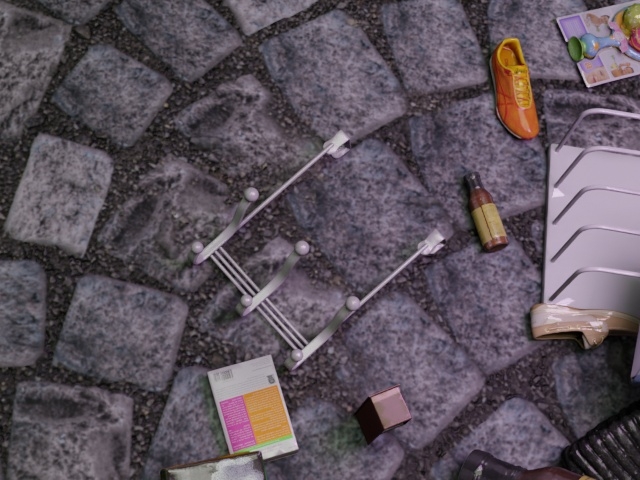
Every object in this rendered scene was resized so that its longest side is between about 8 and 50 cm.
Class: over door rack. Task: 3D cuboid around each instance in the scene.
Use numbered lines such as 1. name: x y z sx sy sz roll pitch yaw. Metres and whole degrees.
1. over door rack: 0.000 0.000 1.730 0.324 0.108 0.239 -39 79 -19

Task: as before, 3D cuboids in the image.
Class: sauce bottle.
1. sauce bottle: 0.254 -0.046 1.814 0.042 0.042 0.128 -11 71 -11
2. sauce bottle: 0.351 0.368 1.568 0.344 0.111 0.111 19 64 30

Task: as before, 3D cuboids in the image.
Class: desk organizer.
1. desk organizer: 0.086 0.244 1.631 0.047 0.130 0.050 -20 75 -14

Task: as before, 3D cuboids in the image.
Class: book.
1. book: -0.097 0.243 1.662 0.096 0.035 0.144 -14 71 -9

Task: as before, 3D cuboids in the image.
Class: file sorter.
1. file sorter: 0.456 -0.039 1.768 0.192 0.173 0.278 9 67 -4

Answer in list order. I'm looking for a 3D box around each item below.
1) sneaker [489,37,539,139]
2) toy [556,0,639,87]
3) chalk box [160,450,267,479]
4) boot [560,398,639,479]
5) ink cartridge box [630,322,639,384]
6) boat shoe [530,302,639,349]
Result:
1. sneaker: 0.312 -0.245 1.888 0.064 0.067 0.175 -11 72 -13
2. toy: 0.529 -0.349 1.962 0.237 0.056 0.137 -16 73 -13
3. chalk box: -0.127 0.393 1.537 0.132 0.132 0.213 -9 81 -11
4. boot: 0.542 0.326 1.655 0.348 0.131 0.260 -23 73 -15
5. ink cartridge box: 0.641 0.125 1.607 0.395 0.151 0.270 24 68 -21
6. boat shoe: 0.397 0.135 1.754 0.170 0.063 0.059 6 70 5
